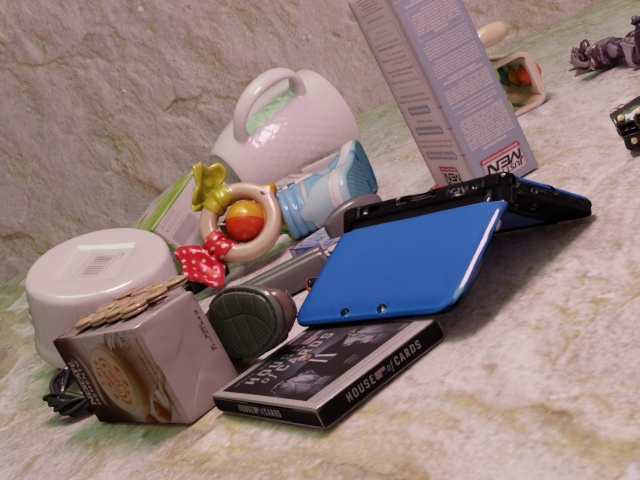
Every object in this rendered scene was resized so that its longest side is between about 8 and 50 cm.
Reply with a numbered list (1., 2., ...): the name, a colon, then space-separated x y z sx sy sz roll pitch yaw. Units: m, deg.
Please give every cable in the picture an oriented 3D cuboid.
1. cable: -0.346 0.213 1.403 0.184 0.047 0.150 -29 33 7

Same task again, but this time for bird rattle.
1. bird rattle: -0.177 -0.029 1.763 0.207 0.143 0.253 -6 60 10

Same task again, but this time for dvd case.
1. dvd case: 0.002 0.143 1.025 0.179 0.030 0.238 -33 13 -30

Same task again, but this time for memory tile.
1. memory tile: -0.250 0.080 1.199 0.148 0.012 0.113 -17 12 43

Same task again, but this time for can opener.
1. can opener: -0.019 0.017 1.460 0.283 0.095 0.076 -27 11 -2

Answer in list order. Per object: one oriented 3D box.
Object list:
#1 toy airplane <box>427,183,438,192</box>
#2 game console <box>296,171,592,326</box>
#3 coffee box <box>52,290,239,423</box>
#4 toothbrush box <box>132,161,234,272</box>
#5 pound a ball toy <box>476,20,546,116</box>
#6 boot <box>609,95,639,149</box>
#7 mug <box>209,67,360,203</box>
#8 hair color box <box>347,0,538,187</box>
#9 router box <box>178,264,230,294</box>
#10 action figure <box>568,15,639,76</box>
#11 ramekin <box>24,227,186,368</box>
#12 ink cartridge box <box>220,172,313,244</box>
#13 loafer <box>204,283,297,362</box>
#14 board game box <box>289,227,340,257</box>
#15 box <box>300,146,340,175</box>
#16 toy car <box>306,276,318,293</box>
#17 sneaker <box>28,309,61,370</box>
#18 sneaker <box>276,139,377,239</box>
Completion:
1. toy airplane: 0.160 -0.053 1.539 0.151 0.028 0.151 -26 10 5
2. game console: 0.152 0.028 1.137 0.250 0.173 0.293 11 -13 -37
3. coffee box: -0.233 0.159 1.201 0.098 0.141 0.246 -35 13 -37
4. toothbrush box: -0.329 -0.023 2.018 0.283 0.122 0.206 -29 26 55
5. pound a ball toy: 0.402 -0.392 2.051 0.135 0.208 0.319 -27 11 -1
6. boot: 0.486 -0.175 1.219 0.178 0.085 0.236 -25 5 20
7. mug: -0.111 -0.268 2.295 0.328 0.374 0.276 -37 56 -21
8. hair color box: 0.198 -0.262 1.503 0.113 0.374 0.185 -29 12 -11
9. router box: -0.255 0.078 1.859 0.122 0.038 0.092 -32 12 -23
10. action figure: 0.632 -0.412 1.917 0.185 0.099 0.285 -34 9 -8
11. ramekin: -0.372 0.091 1.578 0.277 0.135 0.277 -7 28 4
12. ink cartridge box: -0.112 -0.065 2.042 0.218 0.092 0.158 -28 12 -15
13. loafer: -0.098 0.109 1.185 0.084 0.096 0.267 -18 -9 -37
14. board game box: 0.000 0.000 1.682 0.090 0.020 0.090 -32 12 -30
15. box: 0.017 -0.159 2.179 0.101 0.087 0.102 -25 11 8
16. toy car: 0.031 0.073 1.300 0.122 0.060 0.040 -15 -41 -31
17. sneaker: -0.454 0.194 1.682 0.100 0.108 0.271 -13 18 -33
18. sneaker: -0.002 -0.105 1.891 0.208 0.127 0.319 -22 12 18
